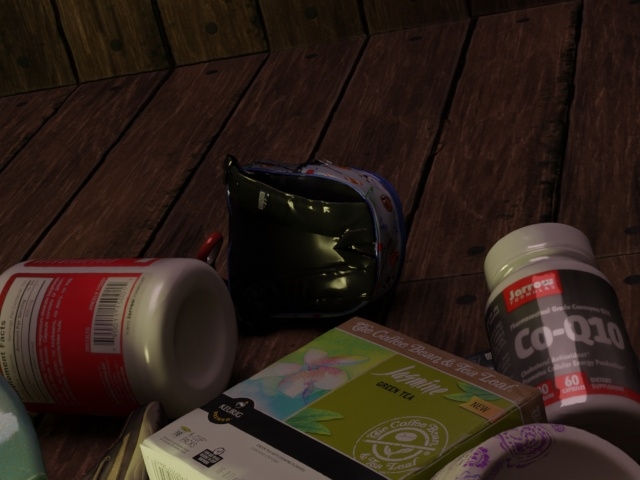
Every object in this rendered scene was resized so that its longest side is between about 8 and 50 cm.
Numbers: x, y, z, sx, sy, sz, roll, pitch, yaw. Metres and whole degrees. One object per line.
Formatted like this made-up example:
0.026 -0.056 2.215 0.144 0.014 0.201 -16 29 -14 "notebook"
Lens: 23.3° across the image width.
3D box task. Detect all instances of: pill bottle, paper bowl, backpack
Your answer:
-0.345 0.140 2.254 0.407 0.229 0.229 -1 27 28 "pill bottle"
0.279 0.126 1.808 0.161 0.161 0.283 -12 49 5 "pill bottle"
0.206 0.329 1.488 0.284 0.284 0.148 -32 -4 -36 "paper bowl"
0.000 0.000 2.370 0.263 0.276 0.213 7 18 34 "backpack"

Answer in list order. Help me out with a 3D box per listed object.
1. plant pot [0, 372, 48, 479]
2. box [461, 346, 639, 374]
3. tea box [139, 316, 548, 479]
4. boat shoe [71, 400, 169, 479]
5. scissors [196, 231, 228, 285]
-0.461 0.313 1.935 0.247 0.248 0.252 -29 43 -32 "plant pot"
0.285 0.200 1.893 0.232 0.059 0.183 -18 47 -6 "box"
0.039 0.279 1.700 0.323 0.220 0.329 -28 27 -29 "tea box"
-0.254 0.315 1.932 0.130 0.132 0.355 -11 22 7 "boat shoe"
-0.181 0.065 2.420 0.021 0.297 0.109 31 75 8 "scissors"
